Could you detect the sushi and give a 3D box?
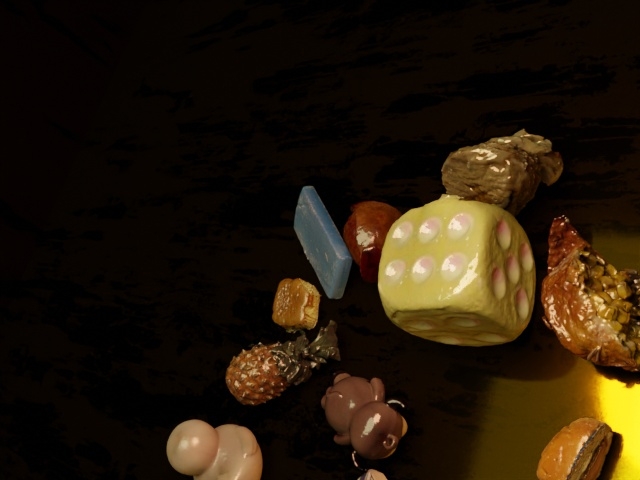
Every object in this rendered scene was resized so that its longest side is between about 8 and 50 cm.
[{"bbox_3d":[0.519,0.105,1.350,0.179,0.166,0.297,-53,29,39],"label":"sushi"}]

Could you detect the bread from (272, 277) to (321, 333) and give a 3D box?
[{"bbox_3d":[-0.061,0.170,1.911,0.127,0.069,0.140,-9,61,38],"label":"bread"}]

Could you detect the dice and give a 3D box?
[{"bbox_3d":[0.287,0.071,1.509,0.251,0.249,0.255,-10,59,39],"label":"dice"}]

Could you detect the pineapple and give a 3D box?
[{"bbox_3d":[-0.085,0.297,1.816,0.309,0.141,0.170,-28,24,19],"label":"pineapple"}]

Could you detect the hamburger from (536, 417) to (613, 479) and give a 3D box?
[{"bbox_3d":[0.437,0.390,1.292,0.102,0.087,0.176,18,81,46],"label":"hamburger"}]

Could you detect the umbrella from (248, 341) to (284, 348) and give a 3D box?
[{"bbox_3d":[-0.141,0.284,1.952,0.148,0.022,0.022,-7,98,40],"label":"umbrella"}]

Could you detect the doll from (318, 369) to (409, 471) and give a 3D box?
[{"bbox_3d":[0.091,0.388,1.595,0.257,0.117,0.182,30,87,49],"label":"doll"}]

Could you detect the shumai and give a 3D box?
[{"bbox_3d":[0.400,-0.159,1.580,0.218,0.256,0.189,-37,74,-16],"label":"shumai"}]

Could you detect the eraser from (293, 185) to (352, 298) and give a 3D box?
[{"bbox_3d":[0.000,0.000,1.922,0.312,0.042,0.144,-117,32,-44],"label":"eraser"}]

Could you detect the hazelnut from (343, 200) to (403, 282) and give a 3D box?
[{"bbox_3d":[0.129,0.003,1.757,0.160,0.170,0.202,-10,49,40],"label":"hazelnut"}]

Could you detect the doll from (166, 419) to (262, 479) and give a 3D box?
[{"bbox_3d":[-0.268,0.537,1.775,0.221,0.221,0.251,-52,42,6],"label":"doll"}]

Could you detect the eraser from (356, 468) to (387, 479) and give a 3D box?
[{"bbox_3d":[0.070,0.598,1.524,0.210,0.068,0.124,-45,45,13],"label":"eraser"}]
